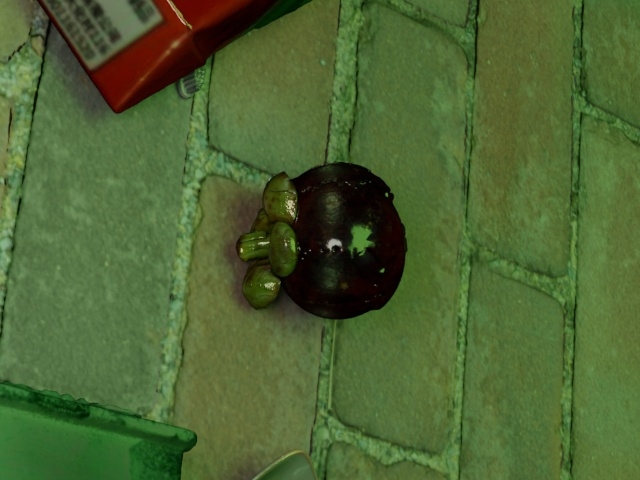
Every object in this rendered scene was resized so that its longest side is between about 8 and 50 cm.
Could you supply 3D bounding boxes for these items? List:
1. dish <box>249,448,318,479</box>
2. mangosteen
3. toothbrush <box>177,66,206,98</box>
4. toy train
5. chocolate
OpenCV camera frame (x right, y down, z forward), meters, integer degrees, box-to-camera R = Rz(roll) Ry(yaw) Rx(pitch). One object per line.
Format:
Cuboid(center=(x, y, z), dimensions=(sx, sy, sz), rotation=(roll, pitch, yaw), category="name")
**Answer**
Cuboid(center=(-0.035, 0.332, 1.657), dimensions=(0.151, 0.077, 0.212), rotation=(-38, 104, -41), category="dish")
Cuboid(center=(0.000, 0.000, 1.747), dimensions=(0.180, 0.166, 0.166), rotation=(-3, 78, -18), category="mangosteen")
Cuboid(center=(-0.137, -0.321, 1.794), dimensions=(0.024, 0.029, 0.354), rotation=(13, 68, -40), category="toothbrush")
Cuboid(center=(-0.240, 0.241, 1.449), dimensions=(0.266, 0.145, 0.201), rotation=(20, 61, -38), category="toy train")
Cuboid(center=(-0.156, -0.359, 1.674), dimensions=(0.341, 0.161, 0.360), rotation=(-39, 98, -40), category="chocolate")
